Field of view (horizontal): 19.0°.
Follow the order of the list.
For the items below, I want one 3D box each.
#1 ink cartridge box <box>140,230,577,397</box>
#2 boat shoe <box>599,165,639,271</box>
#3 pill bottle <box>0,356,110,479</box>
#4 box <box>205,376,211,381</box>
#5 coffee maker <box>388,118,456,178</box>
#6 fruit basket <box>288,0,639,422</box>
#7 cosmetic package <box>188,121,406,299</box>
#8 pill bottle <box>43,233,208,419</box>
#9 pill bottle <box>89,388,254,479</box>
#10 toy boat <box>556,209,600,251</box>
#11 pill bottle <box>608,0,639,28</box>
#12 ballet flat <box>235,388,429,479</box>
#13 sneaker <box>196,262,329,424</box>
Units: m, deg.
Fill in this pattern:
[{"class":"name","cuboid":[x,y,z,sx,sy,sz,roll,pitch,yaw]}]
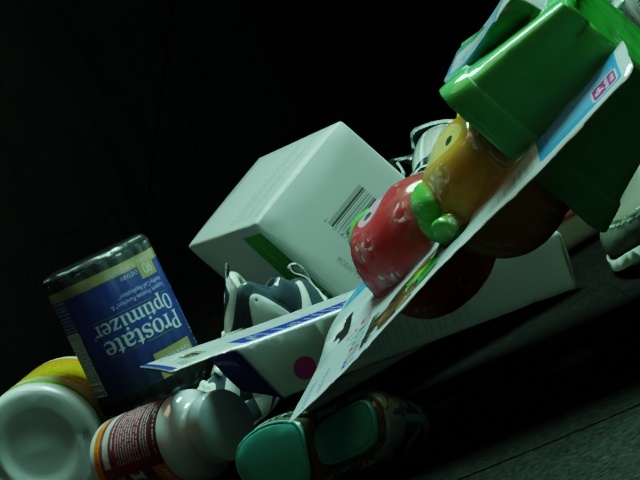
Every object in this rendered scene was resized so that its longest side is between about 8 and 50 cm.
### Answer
[{"class":"ink cartridge box","cuboid":[0.031,0.078,1.720,0.371,0.069,0.176,-17,2,-14]},{"class":"boat shoe","cuboid":[0.295,-0.048,1.712,0.109,0.091,0.305,-27,4,18]},{"class":"pill bottle","cuboid":[-0.284,0.203,2.112,0.136,0.136,0.245,-28,4,7]},{"class":"box","cuboid":[-0.085,0.157,2.154,0.162,0.029,0.116,-25,4,26]},{"class":"coffee maker","cuboid":[0.160,-0.040,2.308,0.120,0.171,0.178,-26,20,22]},{"class":"fruit basket","cuboid":[0.105,-0.043,1.451,0.353,0.165,0.327,-42,5,18]},{"class":"cosmetic package","cuboid":[0.000,0.000,2.156,0.155,0.197,0.365,-51,8,-14]},{"class":"pill bottle","cuboid":[-0.194,0.114,2.013,0.123,0.219,0.123,-25,4,2]},{"class":"pill bottle","cuboid":[-0.132,0.183,1.714,0.152,0.086,0.086,-25,5,43]},{"class":"toy boat","cuboid":[0.217,-0.060,1.969,0.231,0.151,0.151,-30,5,-28]},{"class":"pill bottle","cuboid":[0.411,-0.299,2.013,0.204,0.204,0.361,-28,5,-2]},{"class":"ballet flat","cuboid":[0.012,0.152,1.405,0.070,0.070,0.188,-31,7,-38]},{"class":"sneaker","cuboid":[-0.089,0.107,1.909,0.235,0.153,0.094,-29,3,-4]}]
